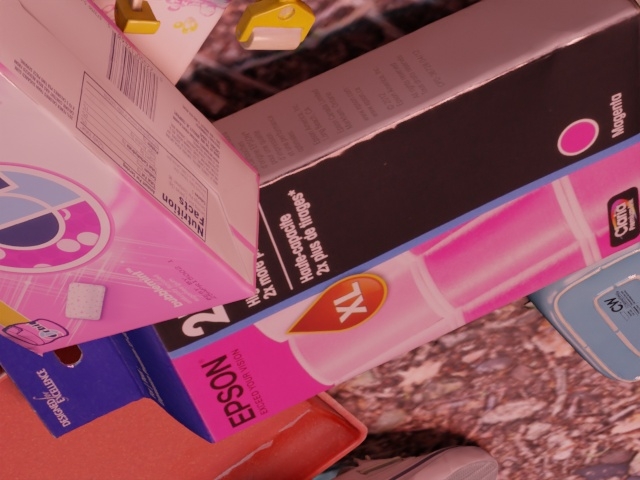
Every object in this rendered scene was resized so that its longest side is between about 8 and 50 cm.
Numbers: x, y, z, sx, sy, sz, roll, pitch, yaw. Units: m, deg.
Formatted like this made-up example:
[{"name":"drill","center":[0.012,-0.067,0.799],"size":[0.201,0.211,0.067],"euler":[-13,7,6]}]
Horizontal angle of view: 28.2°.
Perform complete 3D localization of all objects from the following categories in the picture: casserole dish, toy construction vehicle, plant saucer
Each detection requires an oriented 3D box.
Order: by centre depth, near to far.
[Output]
[{"name":"toy construction vehicle","center":[-0.025,-0.112,0.449],"size":[0.086,0.035,0.098],"euler":[-8,144,-30]},{"name":"plant saucer","center":[-0.135,0.133,0.813],"size":[0.258,0.047,0.259],"euler":[-37,138,7]},{"name":"casserole dish","center":[0.208,0.039,0.853],"size":[0.114,0.037,0.188],"euler":[-31,135,16]}]

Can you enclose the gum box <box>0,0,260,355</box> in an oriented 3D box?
[{"name":"gum box","center":[-0.110,-0.030,0.468],"size":[0.107,0.062,0.188],"euler":[-17,142,24]}]

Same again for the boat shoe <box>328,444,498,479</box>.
[{"name":"boat shoe","center":[0.043,0.184,0.918],"size":[0.226,0.076,0.083],"euler":[-9,121,-51]}]

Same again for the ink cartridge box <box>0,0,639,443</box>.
[{"name":"ink cartridge box","center":[0.000,0.000,0.683],"size":[0.371,0.069,0.175],"euler":[-23,138,-4]}]

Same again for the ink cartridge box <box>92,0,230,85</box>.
[{"name":"ink cartridge box","center":[-0.119,-0.165,0.469],"size":[0.207,0.119,0.353],"euler":[15,130,-31]}]
